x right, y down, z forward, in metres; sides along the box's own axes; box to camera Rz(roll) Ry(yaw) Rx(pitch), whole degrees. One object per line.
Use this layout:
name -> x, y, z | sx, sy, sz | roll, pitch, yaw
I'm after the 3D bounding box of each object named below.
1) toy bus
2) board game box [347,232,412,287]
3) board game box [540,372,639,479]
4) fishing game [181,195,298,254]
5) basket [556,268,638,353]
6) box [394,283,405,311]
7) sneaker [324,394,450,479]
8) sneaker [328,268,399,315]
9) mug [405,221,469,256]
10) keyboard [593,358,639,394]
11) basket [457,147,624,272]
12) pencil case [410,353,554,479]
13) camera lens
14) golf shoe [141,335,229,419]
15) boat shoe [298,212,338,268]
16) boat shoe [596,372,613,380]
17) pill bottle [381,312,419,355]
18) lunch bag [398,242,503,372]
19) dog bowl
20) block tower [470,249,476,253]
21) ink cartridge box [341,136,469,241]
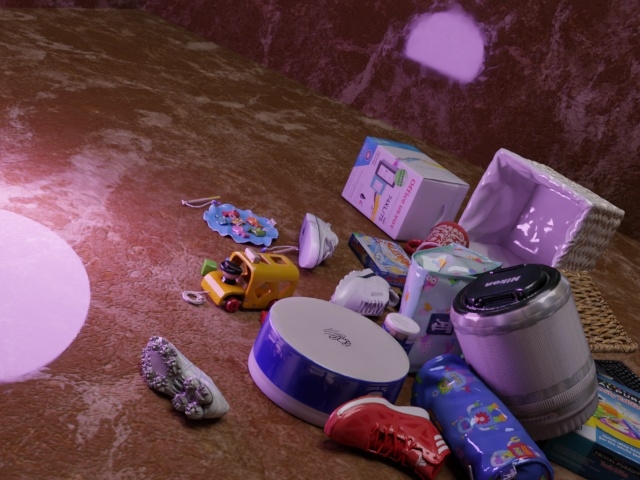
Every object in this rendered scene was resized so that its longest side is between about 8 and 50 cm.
toy bus -> -0.141, 0.069, 1.743 | 0.191, 0.104, 0.202 | 23, 19, 0
board game box -> 0.164, 0.052, 2.223 | 0.136, 0.035, 0.201 | 13, 22, -26
board game box -> 0.571, 0.372, 1.780 | 0.254, 0.079, 0.336 | 26, 20, 7
fishing game -> -0.178, -0.043, 2.092 | 0.264, 0.041, 0.189 | 35, 25, 29
basket -> 0.494, 0.205, 1.975 | 0.299, 0.213, 0.223 | 5, 49, -42
box -> 0.213, 0.143, 2.002 | 0.052, 0.062, 0.083 | 4, 27, -40
sneaker -> 0.121, 0.317, 1.425 | 0.221, 0.087, 0.128 | 6, 24, -36
sneaker -> 0.091, 0.121, 1.905 | 0.095, 0.090, 0.235 | 39, 25, 16
mug -> 0.299, 0.034, 2.361 | 0.113, 0.150, 0.169 | 61, 27, -3
keyboard -> 0.777, 0.372, 2.079 | 0.202, 0.033, 0.317 | 12, 23, -29
basket -> 0.594, -0.026, 2.486 | 0.266, 0.331, 0.328 | 9, 24, -49
pencil case -> 0.259, 0.321, 1.516 | 0.133, 0.119, 0.306 | -18, 35, -15
camera lens -> 0.372, 0.195, 1.643 | 0.219, 0.274, 0.219 | -20, 15, 6
golf shoe -> -0.208, 0.216, 1.385 | 0.176, 0.069, 0.086 | 42, 7, 36
boat shoe -> 0.000, 0.000, 2.091 | 0.084, 0.095, 0.258 | 16, 22, -7
boat shoe -> 0.607, 0.318, 2.019 | 0.133, 0.042, 0.049 | 4, 7, -42
pill bottle -> 0.132, 0.201, 1.678 | 0.067, 0.120, 0.067 | 20, 20, -8
lunch bag -> 0.237, 0.136, 1.807 | 0.160, 0.223, 0.262 | 24, 19, 26
dog bowl -> 0.015, 0.209, 1.557 | 0.265, 0.104, 0.265 | 20, 20, -8
block tower -> 0.327, 0.102, 2.188 | 0.091, 0.097, 0.335 | 30, 22, 21
ink cartridge box -> 0.238, -0.140, 2.557 | 0.197, 0.198, 0.270 | 6, 25, -40
